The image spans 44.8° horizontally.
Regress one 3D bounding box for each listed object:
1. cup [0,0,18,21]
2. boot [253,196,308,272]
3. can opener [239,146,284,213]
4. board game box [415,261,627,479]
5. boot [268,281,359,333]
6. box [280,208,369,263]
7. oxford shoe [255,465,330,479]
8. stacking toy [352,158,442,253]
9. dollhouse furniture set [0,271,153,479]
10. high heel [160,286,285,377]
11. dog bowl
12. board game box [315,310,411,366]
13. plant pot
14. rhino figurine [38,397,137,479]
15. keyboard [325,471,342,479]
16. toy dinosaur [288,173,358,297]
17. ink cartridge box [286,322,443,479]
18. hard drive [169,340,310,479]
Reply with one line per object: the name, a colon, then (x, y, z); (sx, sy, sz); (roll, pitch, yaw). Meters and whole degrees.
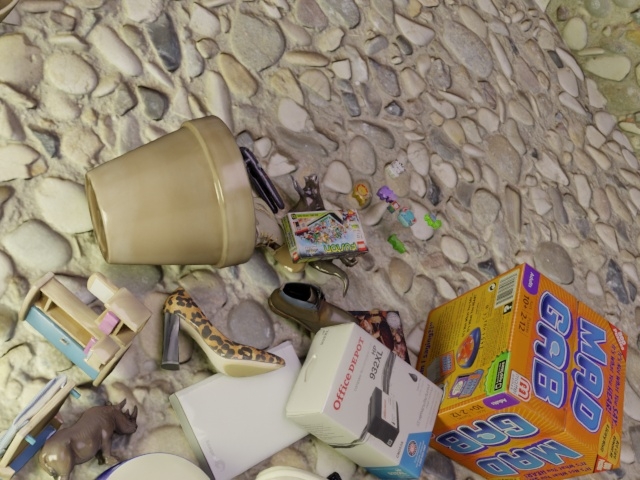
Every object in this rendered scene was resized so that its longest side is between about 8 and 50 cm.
cup: (-0.764, -0.492, 1.496); (0.331, 0.237, 0.331); (17, 57, -29)
boot: (-0.122, 0.000, 1.768); (0.213, 0.077, 0.165); (52, 17, 0)
can opener: (-0.146, -0.149, 1.887); (0.073, 0.059, 0.186); (-34, 88, -42)
board game box: (0.473, 0.342, 1.883); (0.356, 0.356, 0.357); (33, 52, -17)
boot: (-0.009, 0.156, 1.756); (0.219, 0.106, 0.082); (18, 66, -4)
box: (0.012, -0.012, 1.812); (0.207, 0.036, 0.114); (-6, 72, -39)
oxford shoe: (0.038, 0.621, 1.545); (0.449, 0.169, 0.130); (48, 28, -11)
stacking toy: (0.202, -0.088, 2.037); (0.221, 0.167, 0.052); (51, 48, -2)
dollhouse furniture set: (-0.489, 0.213, 1.308); (0.198, 0.286, 0.303); (40, 46, -2)
high heel: (-0.200, 0.185, 1.621); (0.261, 0.093, 0.186); (7, 56, -15)
dog bowl: (-0.307, 0.520, 1.392); (0.265, 0.104, 0.265); (17, 58, -29)
board game box: (0.102, 0.252, 1.870); (0.243, 0.042, 0.165); (3, 65, -35)
plant pot: (-0.320, -0.075, 1.591); (0.280, 0.323, 0.323); (-14, 75, -22)
rhino figurine: (-0.409, 0.360, 1.410); (0.243, 0.073, 0.106); (-36, 102, -57)
keyboard: (0.053, 0.598, 1.659); (0.100, 0.038, 0.192); (-23, 81, -41)
toy dinosaur: (0.000, 0.000, 1.901); (0.160, 0.121, 0.314); (2, 71, -23)
ink cartridge box: (0.104, 0.357, 1.711); (0.307, 0.129, 0.223); (39, 56, -25)
hard drive: (-0.144, 0.358, 1.639); (0.307, 0.040, 0.203); (-20, 80, -41)
